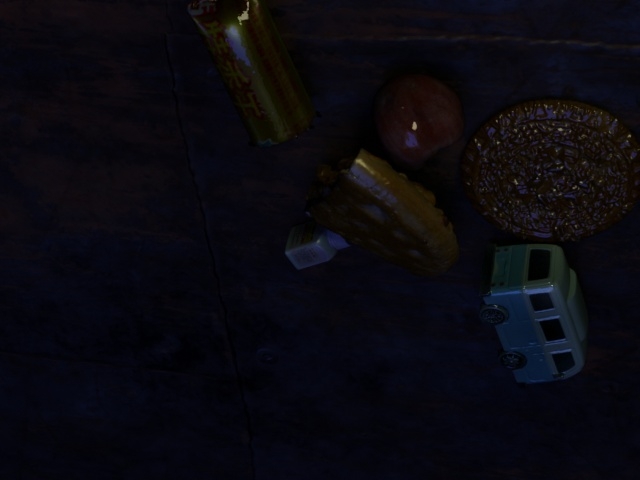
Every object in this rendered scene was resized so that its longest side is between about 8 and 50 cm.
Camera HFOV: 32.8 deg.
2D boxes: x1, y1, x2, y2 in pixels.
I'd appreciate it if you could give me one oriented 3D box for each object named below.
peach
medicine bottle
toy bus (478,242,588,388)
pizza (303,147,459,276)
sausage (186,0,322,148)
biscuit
[{"bbox_3d":[0.147,-0.195,1.716,0.152,0.152,0.152,8,134,8],"label":"peach"},{"bbox_3d":[0.000,0.000,1.965,0.118,0.074,0.055,-16,126,28],"label":"medicine bottle"},{"bbox_3d":[0.390,0.135,1.941,0.164,0.133,0.271,-8,132,23],"label":"toy bus"},{"bbox_3d":[0.107,-0.044,1.818,0.277,0.114,0.409,20,163,37],"label":"pizza"},{"bbox_3d":[-0.109,-0.292,1.688,0.125,0.117,0.317,-4,132,26],"label":"sausage"},{"bbox_3d":[0.382,-0.105,1.790,0.305,0.038,0.305,8,134,8],"label":"biscuit"}]
